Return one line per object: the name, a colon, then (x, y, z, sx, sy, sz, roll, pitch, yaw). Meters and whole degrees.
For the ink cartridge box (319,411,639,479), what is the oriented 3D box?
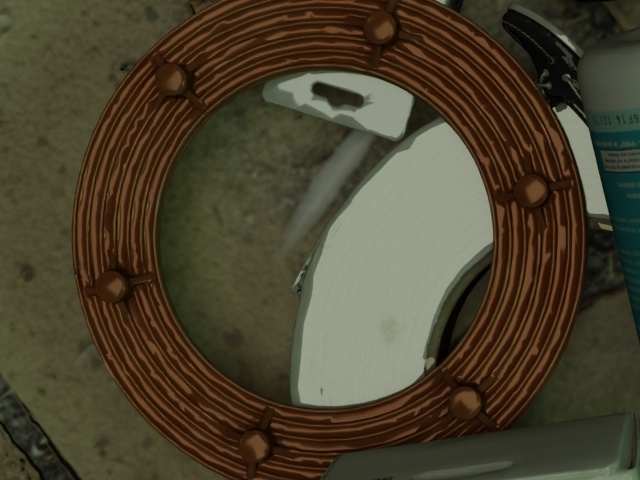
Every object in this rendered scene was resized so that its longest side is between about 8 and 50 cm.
ink cartridge box: (0.118, 0.256, 1.064, 0.198, 0.115, 0.273, -10, 100, 14)

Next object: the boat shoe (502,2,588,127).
boat shoe: (0.155, -0.095, 1.090, 0.125, 0.046, 0.038, 41, 93, 0)

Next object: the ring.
ring: (0.000, 0.000, 1.128, 0.337, 0.032, 0.336, 0, 91, 12)

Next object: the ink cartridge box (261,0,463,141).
ink cartridge box: (0.038, -0.163, 1.172, 0.104, 0.061, 0.181, 18, 94, 11)

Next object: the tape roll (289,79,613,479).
tape roll: (0.172, 0.088, 1.148, 0.392, 0.072, 0.392, 0, 92, 12)

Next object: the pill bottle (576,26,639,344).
pill bottle: (0.243, 0.003, 1.011, 0.146, 0.146, 0.264, -12, 99, 11)
